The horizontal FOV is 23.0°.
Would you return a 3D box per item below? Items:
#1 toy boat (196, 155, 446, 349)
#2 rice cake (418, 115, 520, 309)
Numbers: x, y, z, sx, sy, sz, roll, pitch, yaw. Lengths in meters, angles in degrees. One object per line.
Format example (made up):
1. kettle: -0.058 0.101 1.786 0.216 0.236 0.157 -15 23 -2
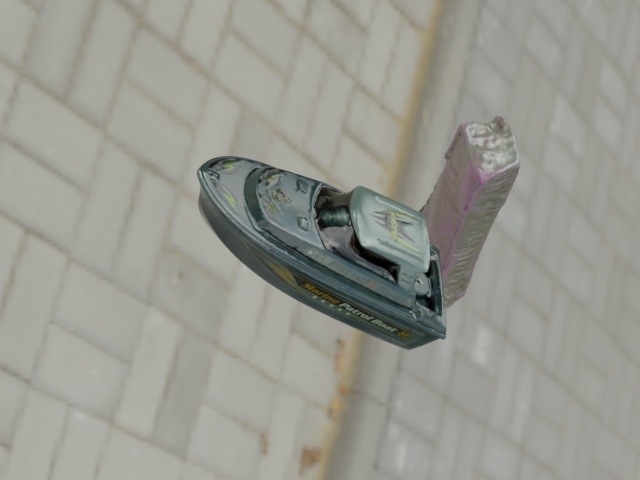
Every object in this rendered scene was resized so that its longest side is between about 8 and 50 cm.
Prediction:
1. toy boat: 0.000 0.000 0.710 0.141 0.060 0.055 27 42 -29
2. rice cake: 0.089 -0.012 0.997 0.207 0.036 0.047 105 -24 -64
